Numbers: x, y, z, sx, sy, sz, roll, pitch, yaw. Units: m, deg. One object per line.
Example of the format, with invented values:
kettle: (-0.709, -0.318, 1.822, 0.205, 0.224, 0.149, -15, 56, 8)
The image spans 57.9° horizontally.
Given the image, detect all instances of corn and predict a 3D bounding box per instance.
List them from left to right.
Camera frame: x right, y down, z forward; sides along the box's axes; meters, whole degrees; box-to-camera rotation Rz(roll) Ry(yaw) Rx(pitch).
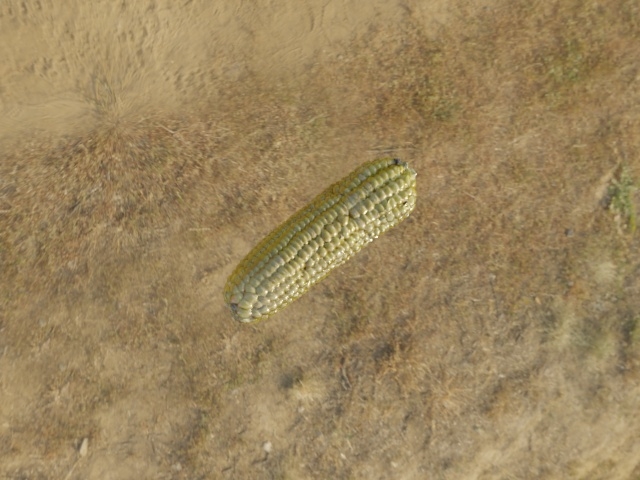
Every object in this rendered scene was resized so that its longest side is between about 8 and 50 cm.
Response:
corn: (0.000, 0.000, 0.734, 0.292, 0.101, 0.101, -40, 111, -11)
